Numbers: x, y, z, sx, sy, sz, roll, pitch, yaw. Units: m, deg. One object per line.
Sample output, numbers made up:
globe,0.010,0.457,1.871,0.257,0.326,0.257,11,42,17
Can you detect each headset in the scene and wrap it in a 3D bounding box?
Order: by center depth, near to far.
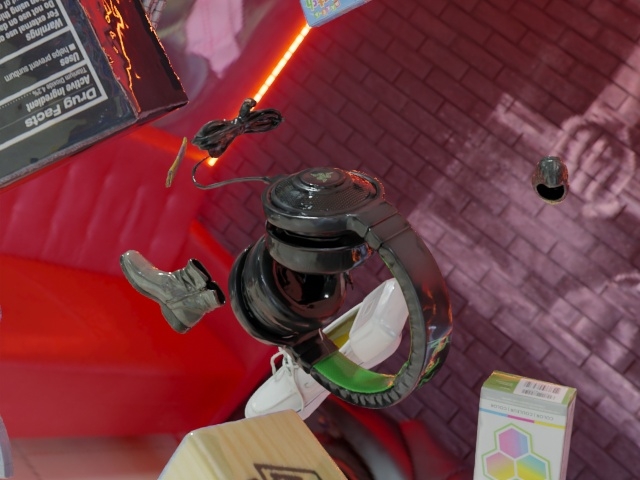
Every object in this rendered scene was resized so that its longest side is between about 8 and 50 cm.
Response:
headset,0.000,0.000,1.037,0.185,0.243,0.394,-29,67,-39

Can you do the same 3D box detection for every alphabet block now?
alphabet block,-0.083,0.353,1.146,0.193,0.192,0.197,-4,45,-47

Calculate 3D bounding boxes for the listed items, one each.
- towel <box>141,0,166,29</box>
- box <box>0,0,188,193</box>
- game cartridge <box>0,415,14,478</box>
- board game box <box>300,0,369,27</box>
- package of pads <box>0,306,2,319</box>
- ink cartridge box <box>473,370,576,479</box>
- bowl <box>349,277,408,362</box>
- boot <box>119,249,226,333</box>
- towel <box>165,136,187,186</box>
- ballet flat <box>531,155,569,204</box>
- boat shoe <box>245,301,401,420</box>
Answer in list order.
towel,-0.326,-0.430,1.322,0.235,0.283,0.121,25,8,19
box,-0.309,-0.172,0.719,0.183,0.296,0.294,-65,131,-78
game cartridge,-0.388,0.241,1.093,0.017,0.056,0.083,-17,95,-56
board game box,0.013,-0.505,1.627,0.039,0.160,0.211,-20,92,-52
package of pads,-0.400,0.056,1.074,0.032,0.050,0.083,-24,66,-28
ink cartridge box,0.258,0.282,1.186,0.109,0.209,0.062,10,19,24
bowl,0.104,0.131,1.619,0.053,0.142,0.142,33,53,-9
boot,-0.334,0.084,2.132,0.246,0.161,0.083,48,30,-3
towel,-0.261,-0.141,1.681,0.009,0.083,0.060,21,-29,-4
ballet flat,0.351,-0.083,1.420,0.057,0.049,0.173,2,-13,16
boat shoe,-0.024,0.239,1.836,0.156,0.367,0.136,48,14,-38
